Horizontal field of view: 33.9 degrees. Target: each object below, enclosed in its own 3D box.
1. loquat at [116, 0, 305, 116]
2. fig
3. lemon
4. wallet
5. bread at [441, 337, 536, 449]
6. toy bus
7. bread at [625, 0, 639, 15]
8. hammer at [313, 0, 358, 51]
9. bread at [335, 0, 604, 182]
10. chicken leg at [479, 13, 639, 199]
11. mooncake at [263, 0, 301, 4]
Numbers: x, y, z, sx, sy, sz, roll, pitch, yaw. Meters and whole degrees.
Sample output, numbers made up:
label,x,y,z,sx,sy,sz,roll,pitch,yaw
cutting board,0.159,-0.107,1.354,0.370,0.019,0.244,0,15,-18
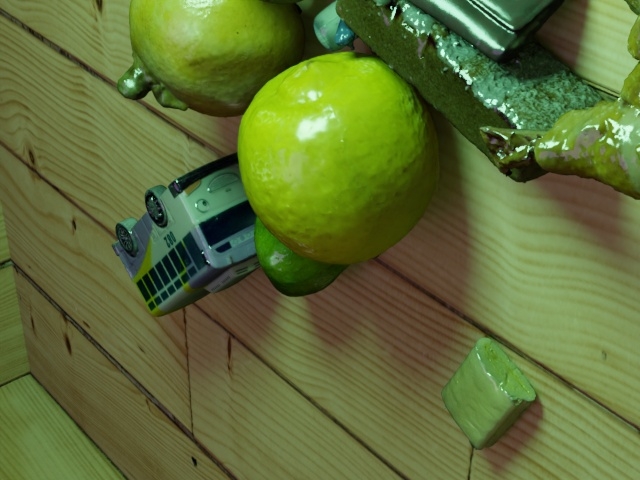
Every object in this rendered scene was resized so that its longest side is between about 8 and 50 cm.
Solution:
label,x,y,z,sx,sy,sz,roll,pitch,yaw
loquat,-0.200,-0.358,1.832,0.328,0.359,0.328,54,178,3
fig,0.000,0.000,1.978,0.235,0.203,0.203,-10,105,16
lemon,0.031,-0.130,1.669,0.348,0.348,0.348,32,134,40
wallet,0.220,-0.358,1.415,0.229,0.182,0.049,43,179,27
bread,0.280,0.267,1.802,0.139,0.060,0.178,50,144,23
toy bus,-0.261,-0.004,2.257,0.249,0.209,0.440,62,147,4
bread,0.402,-0.306,1.256,0.113,0.082,0.060,53,142,13
hammer,0.040,-0.333,1.641,0.116,0.194,0.069,-32,109,17
bread,0.209,-0.257,1.483,0.416,0.165,0.113,48,148,25
chicken leg,0.382,-0.159,1.227,0.409,0.182,0.295,1,106,33
mooncake,-0.051,-0.508,1.585,0.155,0.284,0.284,46,142,27
